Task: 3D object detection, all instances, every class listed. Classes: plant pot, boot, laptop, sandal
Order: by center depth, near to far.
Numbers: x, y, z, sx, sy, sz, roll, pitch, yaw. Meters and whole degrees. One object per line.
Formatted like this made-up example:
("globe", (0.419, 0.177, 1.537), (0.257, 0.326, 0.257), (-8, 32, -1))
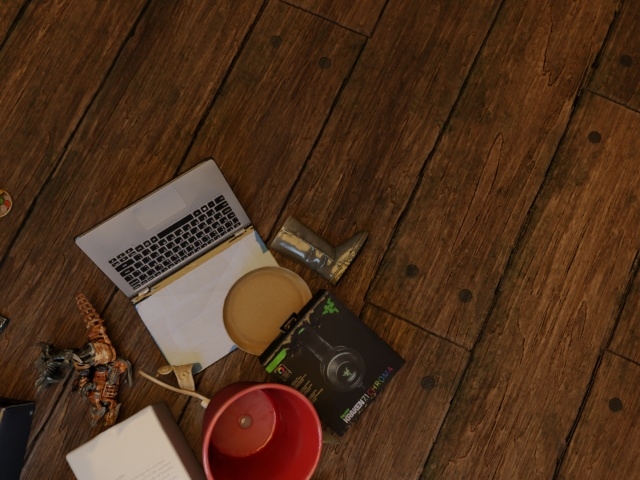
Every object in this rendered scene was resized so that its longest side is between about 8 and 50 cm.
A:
("plant pot", (-0.158, 0.449, 1.492), (0.275, 0.243, 0.274), (1, 88, -19))
("laptop", (-0.313, 0.082, 1.589), (0.382, 0.408, 0.236), (-32, 48, -6))
("sandal", (-0.331, 0.349, 1.605), (0.240, 0.088, 0.079), (31, 80, -11))
("plant pot", (-0.135, 0.177, 1.631), (0.236, 0.032, 0.236), (-3, 101, -15))
("boot", (0.000, -0.001, 1.688), (0.208, 0.076, 0.189), (36, 80, 12))

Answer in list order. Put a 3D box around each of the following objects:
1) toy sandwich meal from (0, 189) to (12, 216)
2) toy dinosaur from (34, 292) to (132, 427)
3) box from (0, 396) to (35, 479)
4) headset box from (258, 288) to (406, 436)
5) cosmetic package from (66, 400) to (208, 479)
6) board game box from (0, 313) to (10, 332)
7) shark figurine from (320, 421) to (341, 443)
("toy sandwich meal", (-0.872, -0.100, 1.711), (0.086, 0.029, 0.085), (0, 80, 0))
("toy dinosaur", (-0.592, 0.306, 1.611), (0.219, 0.164, 0.321), (-7, 62, -16))
("box", (-0.904, 0.539, 1.529), (0.313, 0.179, 0.343), (8, 81, 0))
("headset box", (0.018, 0.287, 1.578), (0.283, 0.131, 0.246), (44, 82, -5))
("cosmetic package", (-0.378, 0.641, 1.523), (0.230, 0.161, 0.453), (-30, 82, -6))
("board game box", (-0.923, 0.209, 1.661), (0.186, 0.026, 0.126), (32, 82, 5))
("shark figurine", (-0.061, 0.583, 1.572), (0.166, 0.116, 0.278), (8, 88, -33))
